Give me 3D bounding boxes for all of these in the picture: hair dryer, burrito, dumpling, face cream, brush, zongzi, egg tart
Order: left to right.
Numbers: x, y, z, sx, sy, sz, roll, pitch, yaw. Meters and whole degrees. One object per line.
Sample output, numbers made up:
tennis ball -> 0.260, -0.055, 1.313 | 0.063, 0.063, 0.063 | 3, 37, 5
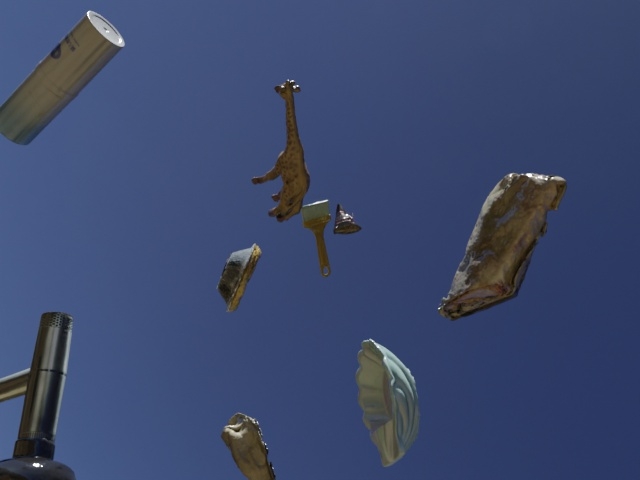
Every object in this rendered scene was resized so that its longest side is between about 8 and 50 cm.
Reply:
hair dryer -> -0.531, 0.326, 1.202 | 0.284, 0.155, 0.320 | -42, -137, 39
face cream -> -0.436, -0.265, 1.099 | 0.250, 0.077, 0.077 | -40, -94, 17
egg tart -> -0.261, 0.110, 2.063 | 0.094, 0.234, 0.234 | 24, -44, -8
dumpling -> -0.208, 0.580, 1.839 | 0.332, 0.086, 0.166 | 42, -41, 49
brush -> 0.000, 0.000, 1.756 | 0.011, 0.083, 0.205 | 18, -59, 61
zongzi -> 0.051, -0.050, 1.555 | 0.083, 0.067, 0.073 | -150, -133, -79
burrito -> 0.347, 0.021, 1.293 | 0.107, 0.175, 0.348 | 25, -84, -13

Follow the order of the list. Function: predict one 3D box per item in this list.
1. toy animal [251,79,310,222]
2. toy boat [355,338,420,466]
toy animal -> -0.065, -0.163, 1.276 | 0.149, 0.054, 0.275 | 43, -49, 39
toy boat -> 0.160, 0.369, 1.542 | 0.199, 0.100, 0.290 | 114, -27, -54
